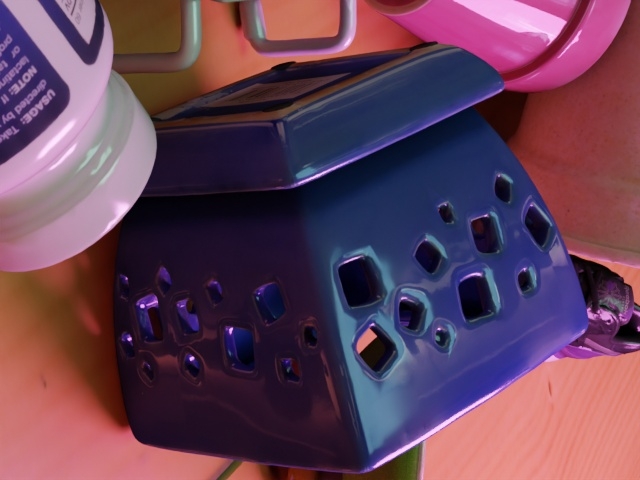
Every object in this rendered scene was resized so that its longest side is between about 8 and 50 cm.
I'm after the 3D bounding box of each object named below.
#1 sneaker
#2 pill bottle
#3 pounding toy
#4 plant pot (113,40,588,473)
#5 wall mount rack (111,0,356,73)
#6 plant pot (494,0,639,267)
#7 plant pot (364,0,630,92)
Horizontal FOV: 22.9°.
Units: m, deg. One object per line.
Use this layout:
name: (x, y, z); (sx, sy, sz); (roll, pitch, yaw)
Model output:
sneaker: (0.235, 0.038, 1.527); (0.283, 0.124, 0.107); (35, 60, -54)
pill bottle: (-0.196, -0.111, 0.779); (0.265, 0.153, 0.153); (56, 45, -43)
pounding toy: (0.020, 0.160, 1.220); (0.237, 0.110, 0.183); (95, 0, -61)
plant pot: (0.000, 0.000, 1.012); (0.236, 0.236, 0.212); (-28, 108, -40)
wall mount rack: (-0.069, -0.267, 1.028); (0.350, 0.130, 0.304); (-17, 108, -59)
plant pot: (0.328, -0.158, 1.419); (0.334, 0.333, 0.306); (-18, 119, -58)
plant pot: (0.131, -0.233, 1.304); (0.180, 0.201, 0.201); (7, 84, -44)
